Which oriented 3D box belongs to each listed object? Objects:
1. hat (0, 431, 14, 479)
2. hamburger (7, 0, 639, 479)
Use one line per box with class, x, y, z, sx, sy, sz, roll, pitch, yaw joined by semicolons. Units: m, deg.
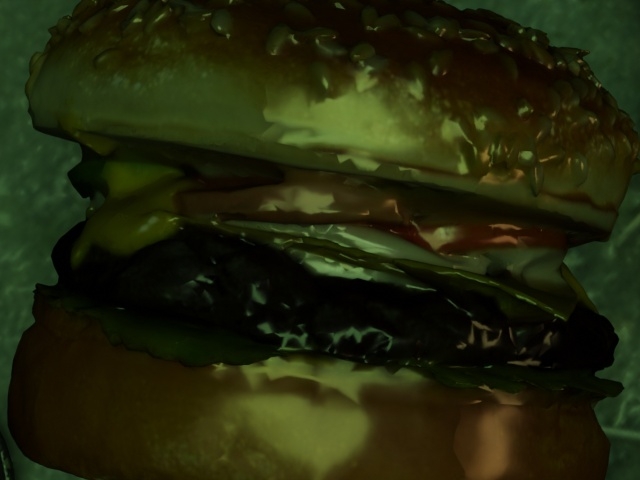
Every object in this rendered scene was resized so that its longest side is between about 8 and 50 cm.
hat;-0.212;0.129;0.659;0.121;0.050;0.121;1;82;-9
hamburger;0.000;0.000;0.576;0.290;0.291;0.225;9;90;-4
